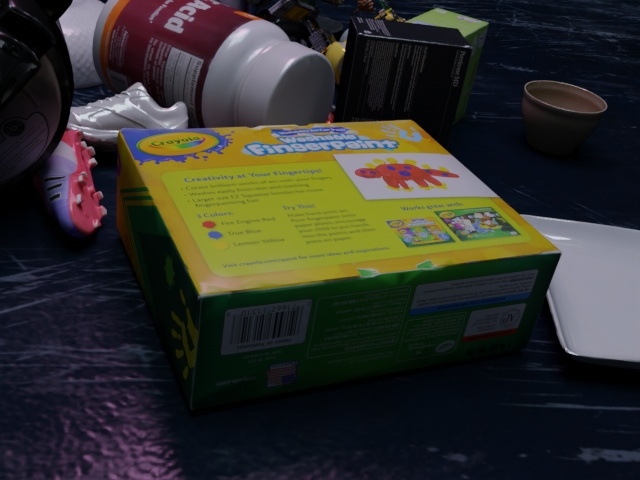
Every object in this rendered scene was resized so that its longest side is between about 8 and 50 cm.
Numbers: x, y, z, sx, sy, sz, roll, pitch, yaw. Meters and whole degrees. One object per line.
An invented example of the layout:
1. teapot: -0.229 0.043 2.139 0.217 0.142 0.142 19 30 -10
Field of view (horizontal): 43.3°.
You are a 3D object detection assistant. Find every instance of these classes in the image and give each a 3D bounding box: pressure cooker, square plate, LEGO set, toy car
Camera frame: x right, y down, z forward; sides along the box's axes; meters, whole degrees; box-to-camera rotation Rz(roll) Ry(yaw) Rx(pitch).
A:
1. pressure cooker: -0.530 -0.250 1.067 0.375 0.370 0.420 -6 48 -26
2. square plate: 0.465 0.085 1.125 0.347 0.049 0.344 8 31 -3
3. LEGO set: 0.013 -0.486 1.637 0.254 0.331 0.192 -22 -4 25
4. toy car: -0.031 -0.281 1.504 0.225 0.239 0.053 6 -21 41

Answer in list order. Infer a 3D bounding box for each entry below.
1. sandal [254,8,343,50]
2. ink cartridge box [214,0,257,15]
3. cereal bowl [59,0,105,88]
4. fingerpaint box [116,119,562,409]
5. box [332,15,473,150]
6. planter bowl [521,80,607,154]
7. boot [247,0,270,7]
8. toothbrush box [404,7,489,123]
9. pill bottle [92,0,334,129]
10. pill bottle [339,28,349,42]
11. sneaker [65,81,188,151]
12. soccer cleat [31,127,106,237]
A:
1. sandal: -0.088 -0.480 1.840 0.167 0.107 0.446 20 33 17
2. ink cartridge box: -0.289 -0.685 2.087 0.269 0.151 0.395 11 29 1
3. cereal bowl: -0.545 -0.423 1.585 0.338 0.141 0.339 7 30 -4
4. fingerpaint box: 0.000 0.000 1.022 0.444 0.163 0.371 -6 35 -25
5. box: 0.121 -0.215 1.314 0.184 0.261 0.103 6 31 -8
6. planter bowl: 0.470 -0.236 1.597 0.162 0.109 0.162 7 31 -4
7. boot: -0.099 -0.577 1.842 0.161 0.083 0.247 29 29 -34
8. toothbrush box: 0.201 -0.310 1.548 0.122 0.206 0.283 22 34 19
9. pill bottle: -0.185 -0.294 1.393 0.392 0.224 0.224 27 35 27
10. pill bottle: 0.133 -0.403 1.777 0.108 0.108 0.193 -20 42 -40
11. sneaker: -0.320 -0.198 1.286 0.232 0.115 0.090 8 -8 -15
12. soccer cleat: -0.364 -0.073 1.139 0.095 0.083 0.248 -24 41 0
